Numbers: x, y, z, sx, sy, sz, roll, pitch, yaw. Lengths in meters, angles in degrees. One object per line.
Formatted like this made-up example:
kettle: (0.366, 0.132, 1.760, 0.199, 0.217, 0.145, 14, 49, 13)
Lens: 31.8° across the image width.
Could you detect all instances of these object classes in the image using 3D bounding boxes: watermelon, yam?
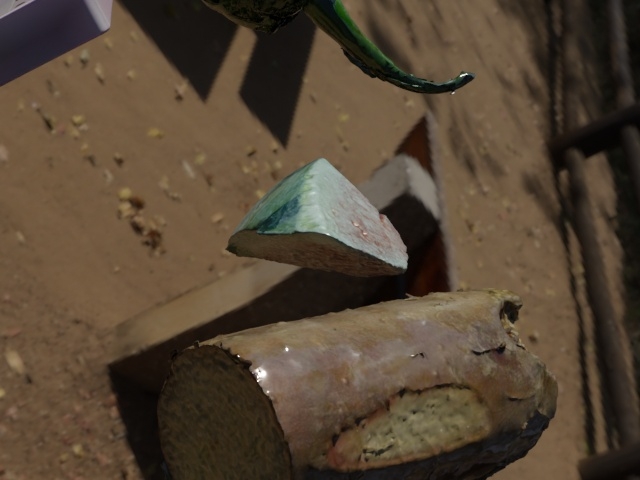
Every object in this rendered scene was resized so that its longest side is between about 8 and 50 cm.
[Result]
watermelon: (-0.007, -0.007, 0.776, 0.081, 0.180, 0.094, -50, 120, -19)
yam: (0.030, 0.102, 0.696, 0.238, 0.129, 0.128, -7, 102, -36)

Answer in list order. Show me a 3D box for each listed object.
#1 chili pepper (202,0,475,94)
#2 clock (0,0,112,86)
chili pepper: (-0.054, -0.157, 0.404, 0.122, 0.065, 0.278, -29, 89, -51)
clock: (-0.294, -0.233, 1.164, 0.063, 0.150, 0.197, 62, 3, -25)
